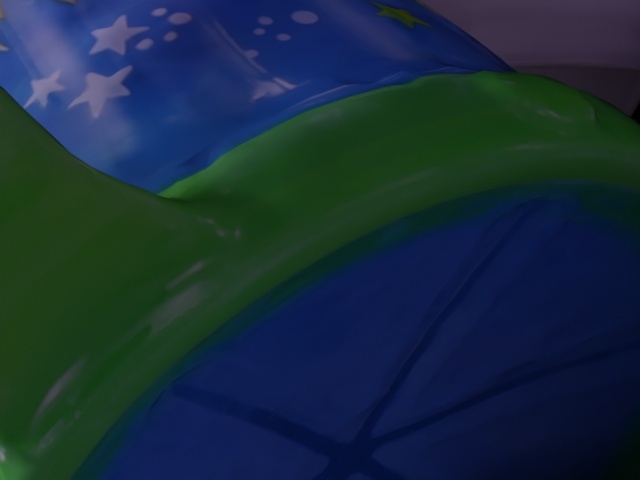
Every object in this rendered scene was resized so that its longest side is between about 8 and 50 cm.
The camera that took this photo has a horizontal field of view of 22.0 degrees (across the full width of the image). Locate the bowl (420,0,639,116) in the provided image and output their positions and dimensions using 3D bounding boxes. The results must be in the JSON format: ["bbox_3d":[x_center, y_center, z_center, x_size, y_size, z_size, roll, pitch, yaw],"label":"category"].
[{"bbox_3d":[0.064,-0.053,0.640,0.142,0.142,0.053,-61,40,44],"label":"bowl"}]

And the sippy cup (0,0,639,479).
[{"bbox_3d":[-0.038,0.000,0.493,0.224,0.240,0.305,51,154,36],"label":"sippy cup"}]
